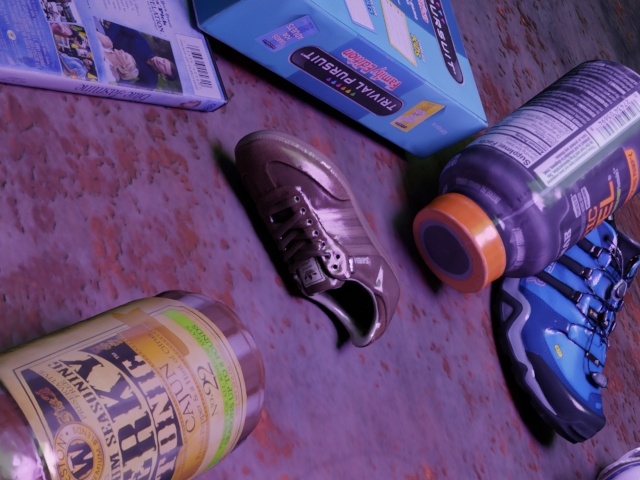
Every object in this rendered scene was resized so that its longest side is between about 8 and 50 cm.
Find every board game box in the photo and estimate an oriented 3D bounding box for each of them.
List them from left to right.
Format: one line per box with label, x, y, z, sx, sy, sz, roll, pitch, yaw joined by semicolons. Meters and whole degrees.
board game box;0.003;-0.239;1.274;0.336;0.079;0.253;25;45;-53

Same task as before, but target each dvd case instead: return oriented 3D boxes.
dvd case;-0.168;-0.182;1.029;0.253;0.022;0.180;1;66;-58

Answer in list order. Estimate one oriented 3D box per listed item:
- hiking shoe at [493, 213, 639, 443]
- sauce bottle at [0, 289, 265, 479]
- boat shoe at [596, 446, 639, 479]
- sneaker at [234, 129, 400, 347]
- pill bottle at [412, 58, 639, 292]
hiking shoe;0.241;0.041;1.414;0.113;0.132;0.304;34;41;-43
sauce bottle;-0.150;0.111;0.743;0.344;0.111;0.111;-25;90;-61
boat shoe;0.319;0.249;1.438;0.302;0.109;0.094;34;25;-57
sneaker;0.000;0.000;1.118;0.188;0.066;0.071;49;34;-25
pill bottle;0.195;-0.052;1.341;0.246;0.130;0.130;-36;101;-27
